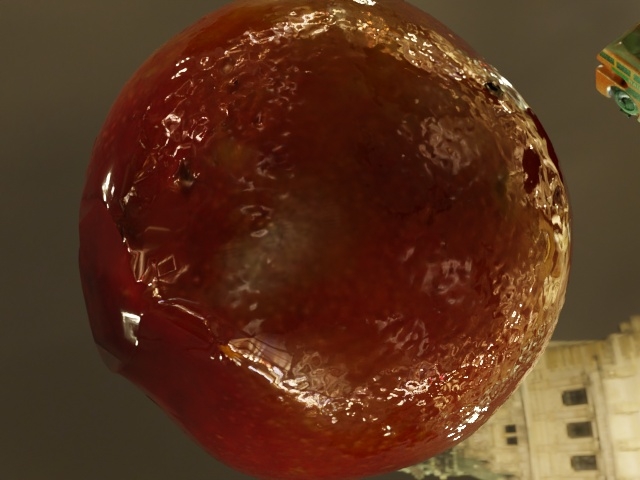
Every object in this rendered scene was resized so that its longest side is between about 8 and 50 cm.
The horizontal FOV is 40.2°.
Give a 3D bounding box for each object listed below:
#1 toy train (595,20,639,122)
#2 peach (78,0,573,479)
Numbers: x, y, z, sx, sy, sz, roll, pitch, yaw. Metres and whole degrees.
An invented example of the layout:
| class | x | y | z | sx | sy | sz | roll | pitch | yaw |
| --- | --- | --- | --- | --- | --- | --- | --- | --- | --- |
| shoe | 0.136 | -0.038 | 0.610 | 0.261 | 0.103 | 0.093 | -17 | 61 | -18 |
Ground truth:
| class | x | y | z | sx | sy | sz | roll | pitch | yaw |
| --- | --- | --- | --- | --- | --- | --- | --- | --- | --- |
| toy train | 0.380 | -0.159 | 0.933 | 0.072 | 0.099 | 0.188 | -36 | -123 | -8 |
| peach | 0.000 | 0.000 | 0.649 | 0.388 | 0.388 | 0.388 | 6 | -106 | -22 |
